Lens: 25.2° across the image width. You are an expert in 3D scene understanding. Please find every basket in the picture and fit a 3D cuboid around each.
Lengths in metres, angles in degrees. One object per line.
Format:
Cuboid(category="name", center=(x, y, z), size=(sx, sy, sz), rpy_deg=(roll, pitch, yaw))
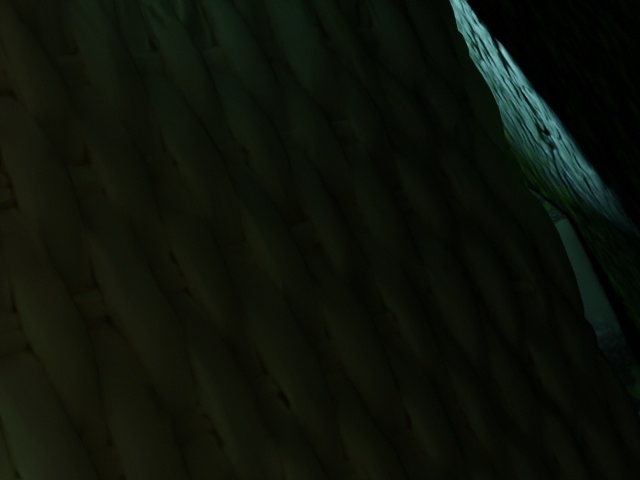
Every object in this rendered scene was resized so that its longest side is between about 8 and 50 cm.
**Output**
Cuboid(category="basket", center=(-0.074, 0.085, 0.483), size=(0.328, 0.266, 0.331), rpy_deg=(-17, -98, -57))

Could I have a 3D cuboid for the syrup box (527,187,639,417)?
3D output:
Cuboid(category="syrup box", center=(0.109, 0.100, 0.667), size=(0.236, 0.093, 0.096), rpy_deg=(62, 179, -14))
